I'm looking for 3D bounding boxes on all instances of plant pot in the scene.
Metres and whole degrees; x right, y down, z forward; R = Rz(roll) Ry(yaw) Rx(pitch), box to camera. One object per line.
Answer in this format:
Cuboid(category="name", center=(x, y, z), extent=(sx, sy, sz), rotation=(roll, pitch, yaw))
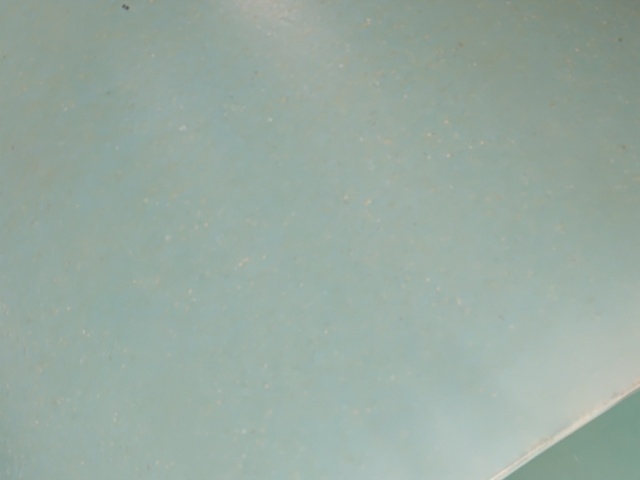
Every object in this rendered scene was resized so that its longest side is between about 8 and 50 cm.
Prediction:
Cuboid(category="plant pot", center=(0.000, 0.000, 0.571), extent=(0.293, 0.293, 0.235), rotation=(-21, 66, -33))
